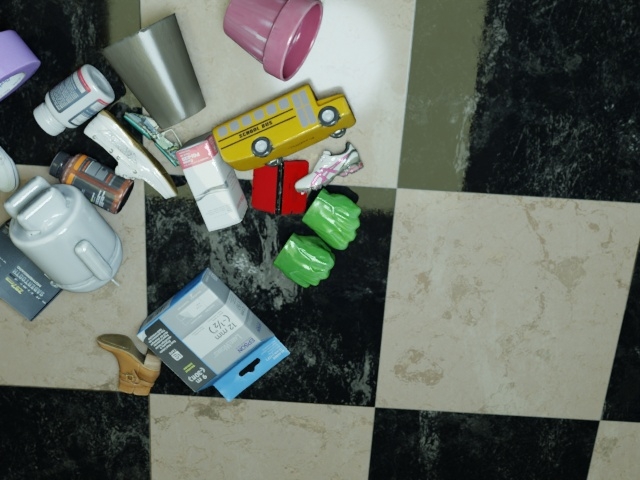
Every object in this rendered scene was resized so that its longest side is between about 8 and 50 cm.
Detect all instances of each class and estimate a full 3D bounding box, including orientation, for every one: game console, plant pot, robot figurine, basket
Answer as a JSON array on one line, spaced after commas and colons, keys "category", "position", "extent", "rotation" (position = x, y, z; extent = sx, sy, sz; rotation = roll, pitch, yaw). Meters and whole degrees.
[{"category": "game console", "position": [-0.105, -0.147, 1.841], "extent": [0.124, 0.085, 0.144], "rotation": [-7, 113, -30]}, {"category": "plant pot", "position": [-0.118, -0.501, 1.637], "extent": [0.180, 0.201, 0.201], "rotation": [28, 108, 8]}, {"category": "robot figurine", "position": [-0.632, -0.001, 1.763], "extent": [0.200, 0.300, 0.353], "rotation": [-43, 142, -15]}, {"category": "basket", "position": [-0.384, -0.398, 1.690], "extent": [0.204, 0.154, 0.227], "rotation": [-24, 111, 10]}]

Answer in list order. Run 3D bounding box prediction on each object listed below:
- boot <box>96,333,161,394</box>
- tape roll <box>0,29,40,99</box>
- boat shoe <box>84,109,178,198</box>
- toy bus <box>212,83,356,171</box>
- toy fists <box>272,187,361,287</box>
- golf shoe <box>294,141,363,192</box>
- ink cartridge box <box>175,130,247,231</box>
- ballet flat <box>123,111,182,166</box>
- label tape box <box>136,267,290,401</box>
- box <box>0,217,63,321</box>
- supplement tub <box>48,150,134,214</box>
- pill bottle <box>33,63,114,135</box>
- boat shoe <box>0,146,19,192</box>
[{"category": "boot", "position": [-0.556, 0.357, 1.991], "extent": [0.197, 0.073, 0.152], "rotation": [21, 112, -4]}, {"category": "tape roll", "position": [-0.795, -0.372, 1.633], "extent": [0.275, 0.275, 0.090], "rotation": [-35, 105, 12]}, {"category": "boat shoe", "position": [-0.479, -0.199, 1.774], "extent": [0.096, 0.098, 0.277], "rotation": [-42, 104, 2]}, {"category": "toy bus", "position": [-0.087, -0.278, 1.729], "extent": [0.333, 0.108, 0.130], "rotation": [-23, 76, 8]}, {"category": "toy fists", "position": [0.000, 0.000, 1.850], "extent": [0.142, 0.096, 0.279], "rotation": [35, 108, 0]}, {"category": "golf shoe", "position": [0.012, -0.185, 1.801], "extent": [0.186, 0.067, 0.086], "rotation": [-26, 99, -2]}, {"category": "ink cartridge box", "position": [-0.269, -0.152, 1.764], "extent": [0.092, 0.158, 0.218], "rotation": [-20, 107, 8]}, {"category": "ballet flat", "position": [-0.412, -0.271, 1.784], "extent": [0.070, 0.070, 0.188], "rotation": [-41, 106, 13]}, {"category": "label tape box", "position": [-0.291, 0.286, 1.940], "extent": [0.249, 0.115, 0.347], "rotation": [-39, 103, 13]}, {"category": "box", "position": [-0.812, 0.081, 1.903], "extent": [0.183, 0.059, 0.233], "rotation": [-42, 103, 15]}, {"category": "supplement tub", "position": [-0.588, -0.154, 1.795], "extent": [0.198, 0.106, 0.106], "rotation": [28, 107, -9]}, {"category": "pill bottle", "position": [-0.612, -0.342, 1.730], "extent": [0.180, 0.108, 0.108], "rotation": [-32, 106, 11]}, {"category": "boat shoe", "position": [-0.857, -0.218, 1.792], "extent": [0.083, 0.076, 0.226], "rotation": [-23, 107, 9]}]
